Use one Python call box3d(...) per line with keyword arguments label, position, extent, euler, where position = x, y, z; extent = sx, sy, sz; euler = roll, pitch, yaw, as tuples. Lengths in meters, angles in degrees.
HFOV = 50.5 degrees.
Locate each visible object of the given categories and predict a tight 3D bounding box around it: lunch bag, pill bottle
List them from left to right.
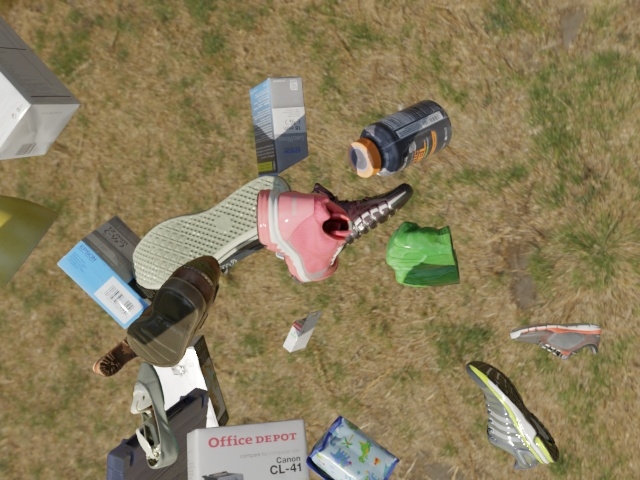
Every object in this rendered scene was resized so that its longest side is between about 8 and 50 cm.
box3d(label="lunch bag", position=(0.048, 0.385, 1.175), extent=(0.128, 0.151, 0.096), euler=(37, 66, 8))
box3d(label="pill bottle", position=(0.180, -0.231, 1.586), extent=(0.130, 0.245, 0.130), euler=(39, 144, 36))

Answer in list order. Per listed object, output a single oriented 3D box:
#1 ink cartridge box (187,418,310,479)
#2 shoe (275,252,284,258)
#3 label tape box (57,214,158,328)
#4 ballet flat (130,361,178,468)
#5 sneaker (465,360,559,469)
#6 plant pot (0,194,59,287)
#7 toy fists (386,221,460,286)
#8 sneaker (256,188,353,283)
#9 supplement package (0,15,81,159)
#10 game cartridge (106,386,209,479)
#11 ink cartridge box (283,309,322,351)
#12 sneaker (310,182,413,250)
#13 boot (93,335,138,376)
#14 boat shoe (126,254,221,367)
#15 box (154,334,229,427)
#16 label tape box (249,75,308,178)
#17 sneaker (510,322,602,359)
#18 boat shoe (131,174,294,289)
box3d(label="ink cartridge box", position=(-0.134, 0.508, 1.300), extent=(0.226, 0.131, 0.306), euler=(0, 73, -19))
box3d(label="shoe", position=(-0.033, -0.009, 1.427), extent=(0.063, 0.178, 0.081), euler=(18, 101, 22))
box3d(label="label tape box", position=(-0.542, 0.062, 1.914), extent=(0.115, 0.348, 0.249), euler=(-40, 100, 19))
box3d(label="ballet flat", position=(-0.342, 0.350, 1.360), extent=(0.072, 0.068, 0.213), euler=(-23, 81, 43))
box3d(label="sneaker", position=(0.437, 0.427, 1.637), extent=(0.121, 0.111, 0.300), euler=(-39, 79, 21))
box3d(label="plant pot", position=(-0.465, -0.013, 0.996), extent=(0.095, 0.134, 0.134), euler=(37, 106, -21))
box3d(label="toy fists", position=(0.223, 0.034, 1.486), extent=(0.142, 0.279, 0.096), euler=(-8, 70, 13))
box3d(label="sneaker", position=(0.000, 0.000, 1.180), extent=(0.136, 0.314, 0.116), euler=(-5, 71, 17))
box3d(label="supplement package", position=(-0.569, -0.276, 1.178), extent=(0.244, 0.139, 0.134), euler=(47, 111, 5))
box3d(label="game cartridge", position=(-0.387, 0.528, 1.632), extent=(0.068, 0.355, 0.230), euler=(17, 108, 18))
box3d(label="ink cartridge box", position=(-0.043, 0.212, 1.642), extent=(0.029, 0.063, 0.115), euler=(34, 112, 27))
box3d(label="sneaker", position=(0.064, -0.088, 1.569), extent=(0.281, 0.106, 0.163), euler=(-34, 80, 2))
box3d(label="boot", position=(-0.469, 0.265, 1.610), extent=(0.084, 0.158, 0.059), euler=(-22, 101, 54))
box3d(label="boat shoe", position=(-0.246, 0.129, 1.184), extent=(0.110, 0.104, 0.307), euler=(41, 140, -7))
box3d(label="box", position=(-0.396, 0.437, 2.016), extent=(0.169, 0.087, 0.290), euler=(-12, 104, 14))
box3d(label="label tape box", position=(-0.121, -0.296, 2.001), extent=(0.105, 0.240, 0.334), euler=(-7, 97, -18))
box3d(label="sneaker", position=(0.412, 0.177, 1.182), extent=(0.157, 0.061, 0.065), euler=(-1, 87, 5))
box3d(label="boat shoe", position=(-0.264, -0.005, 1.739), extent=(0.500, 0.156, 0.187), euler=(-27, 69, 16))
